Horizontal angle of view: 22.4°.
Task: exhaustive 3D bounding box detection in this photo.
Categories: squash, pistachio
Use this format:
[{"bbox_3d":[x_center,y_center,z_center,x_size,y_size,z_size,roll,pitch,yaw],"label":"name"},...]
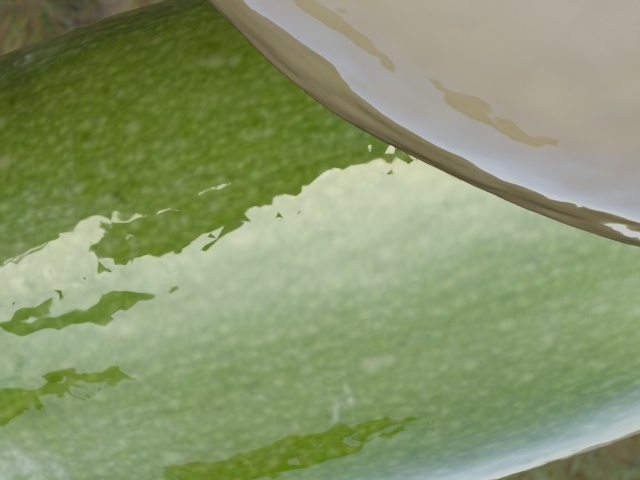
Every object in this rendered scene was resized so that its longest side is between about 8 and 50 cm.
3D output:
[{"bbox_3d":[0.000,0.000,0.758,0.384,0.263,0.263,-16,153,14],"label":"squash"},{"bbox_3d":[0.075,-0.086,0.461,0.293,0.162,0.181,20,165,-36],"label":"pistachio"}]
